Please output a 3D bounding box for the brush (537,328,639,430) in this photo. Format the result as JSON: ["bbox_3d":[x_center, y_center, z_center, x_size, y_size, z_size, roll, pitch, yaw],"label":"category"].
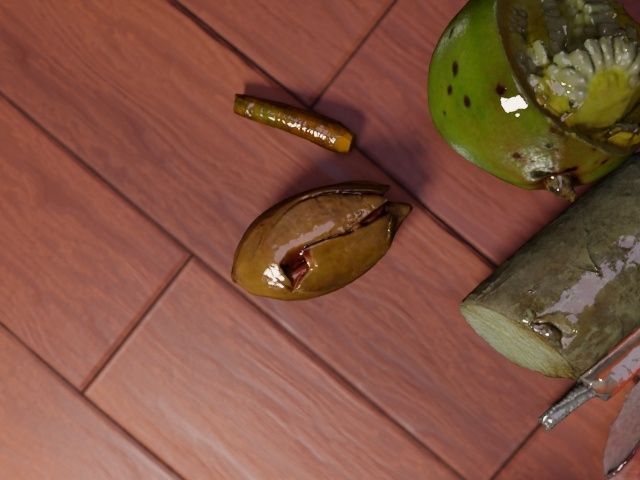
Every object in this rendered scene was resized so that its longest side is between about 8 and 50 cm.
[{"bbox_3d":[0.400,0.128,1.030,0.323,0.070,0.051,-44,85,8],"label":"brush"}]

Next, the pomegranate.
[{"bbox_3d":[0.249,-0.210,0.964,0.260,0.260,0.341,-11,59,6],"label":"pomegranate"}]

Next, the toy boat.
[{"bbox_3d":[0.501,0.277,1.022,0.282,0.096,0.206,29,79,-4],"label":"toy boat"}]

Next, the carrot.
[{"bbox_3d":[-0.036,-0.155,1.084,0.170,0.042,0.042,19,93,8],"label":"carrot"}]

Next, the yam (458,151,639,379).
[{"bbox_3d":[0.328,0.040,0.991,0.304,0.168,0.168,-42,87,3],"label":"yam"}]

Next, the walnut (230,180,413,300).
[{"bbox_3d":[0.000,0.000,1.041,0.245,0.137,0.137,-23,89,-3],"label":"walnut"}]
